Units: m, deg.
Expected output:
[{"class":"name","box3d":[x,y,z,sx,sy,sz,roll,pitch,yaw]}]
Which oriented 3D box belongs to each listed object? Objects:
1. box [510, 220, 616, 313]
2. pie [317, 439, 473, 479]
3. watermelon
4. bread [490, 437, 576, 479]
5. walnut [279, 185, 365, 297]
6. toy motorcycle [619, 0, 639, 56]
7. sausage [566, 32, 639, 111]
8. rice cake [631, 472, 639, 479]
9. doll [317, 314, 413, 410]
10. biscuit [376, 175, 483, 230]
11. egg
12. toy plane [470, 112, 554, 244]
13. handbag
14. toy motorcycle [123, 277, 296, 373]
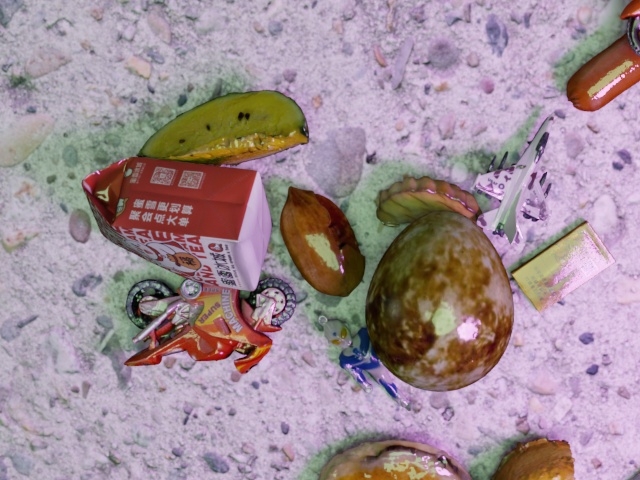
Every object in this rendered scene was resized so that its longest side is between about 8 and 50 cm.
[{"class":"box","box3d":[0.410,0.045,1.579,0.156,0.022,0.089,-37,97,8]},{"class":"pie","box3d":[0.135,0.503,1.650,0.338,0.077,0.339,1,105,4]},{"class":"watermelon","box3d":[-0.148,-0.172,1.516,0.301,0.129,0.123,-9,105,19]},{"class":"bread","box3d":[0.356,0.471,1.591,0.147,0.160,0.261,6,106,9]},{"class":"walnut","box3d":[0.000,0.000,1.558,0.115,0.116,0.207,-31,89,8]},{"class":"toy motorcycle","box3d":[0.579,-0.432,1.420,0.325,0.148,0.221,-30,93,-2]},{"class":"sausage","box3d":[0.482,-0.279,1.493,0.197,0.076,0.076,-36,96,9]},{"class":"rice cake","box3d":[0.568,0.473,1.635,0.124,0.038,0.211,41,99,-3]},{"class":"doll","box3d":[0.083,0.203,1.610,0.227,0.057,0.114,34,104,-5]},{"class":"biscuit","box3d":[0.191,-0.062,1.551,0.183,0.061,0.118,16,142,0]},{"class":"egg","box3d":[0.189,0.097,1.492,0.238,0.238,0.290,-1,99,4]},{"class":"toy plane","box3d":[0.327,-0.098,1.531,0.160,0.082,0.234,24,78,-20]},{"class":"handbag","box3d":[-0.238,-0.026,1.519,0.298,0.171,0.151,6,59,10]},{"class":"toy motorcycle","box3d":[-0.190,0.143,1.596,0.297,0.089,0.171,-1,93,3]}]
